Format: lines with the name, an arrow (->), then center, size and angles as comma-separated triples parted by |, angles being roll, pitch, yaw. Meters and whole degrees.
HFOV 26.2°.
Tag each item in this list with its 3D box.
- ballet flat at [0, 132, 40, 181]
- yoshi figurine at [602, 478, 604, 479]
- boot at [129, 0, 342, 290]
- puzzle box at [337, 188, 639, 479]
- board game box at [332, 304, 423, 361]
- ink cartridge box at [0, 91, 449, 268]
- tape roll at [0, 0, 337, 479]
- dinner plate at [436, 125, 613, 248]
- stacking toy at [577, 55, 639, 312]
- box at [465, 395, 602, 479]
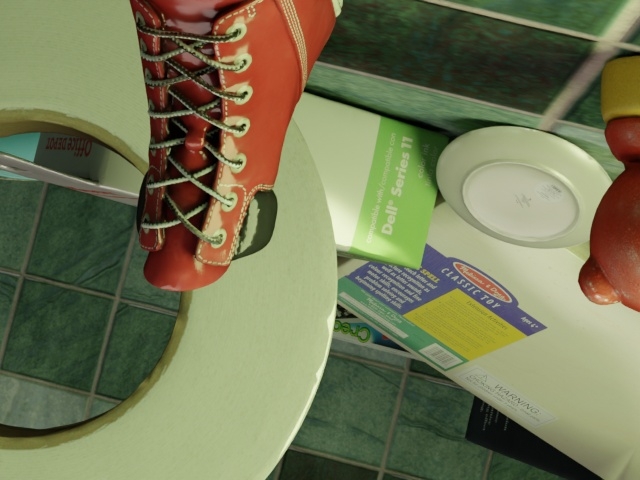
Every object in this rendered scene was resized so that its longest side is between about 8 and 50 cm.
ballet flat -> -0.360, -0.123, 1.427 | 0.348, 0.123, 0.123 | -5, 175, 6
yoshi figurine -> 0.332, 0.175, 1.514 | 0.203, 0.362, 0.203 | -26, 167, -36
boot -> -0.050, -0.067, 0.575 | 0.088, 0.176, 0.244 | 15, 176, 12
puzzle box -> 0.223, 0.086, 1.249 | 0.409, 0.052, 0.272 | 34, 147, -16
board game box -> 0.035, 0.026, 1.687 | 0.305, 0.193, 0.053 | 13, 176, 34
ink cartridge box -> -0.102, -0.078, 1.120 | 0.353, 0.119, 0.207 | 15, 178, -27
tape roll -> -0.184, 0.024, 0.863 | 0.392, 0.392, 0.072 | 14, 177, -1
dinner plate -> 0.155, -0.034, 1.052 | 0.141, 0.017, 0.141 | 13, 145, 10
stacking toy -> 0.309, 0.011, 0.770 | 0.309, 0.130, 0.279 | 13, 176, 23
box -> 0.394, 0.176, 1.831 | 0.212, 0.293, 0.395 | 15, 177, -18
